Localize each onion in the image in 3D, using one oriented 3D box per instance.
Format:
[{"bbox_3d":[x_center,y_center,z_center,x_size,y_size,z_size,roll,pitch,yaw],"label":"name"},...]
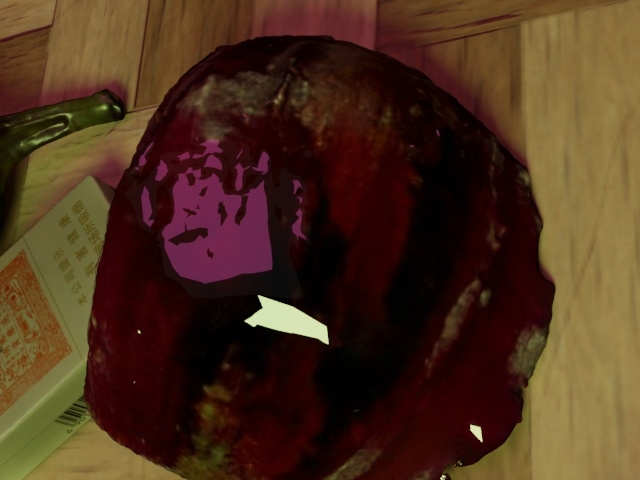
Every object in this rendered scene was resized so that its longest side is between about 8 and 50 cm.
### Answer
[{"bbox_3d":[0.000,0.000,0.621,0.280,0.146,0.314,15,73,19],"label":"onion"}]

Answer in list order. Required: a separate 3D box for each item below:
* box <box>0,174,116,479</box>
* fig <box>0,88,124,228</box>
[{"bbox_3d":[-0.201,0.067,0.777,0.201,0.058,0.141,-41,55,9],"label":"box"},{"bbox_3d":[-0.311,-0.038,0.858,0.290,0.191,0.190,-31,48,-30],"label":"fig"}]
